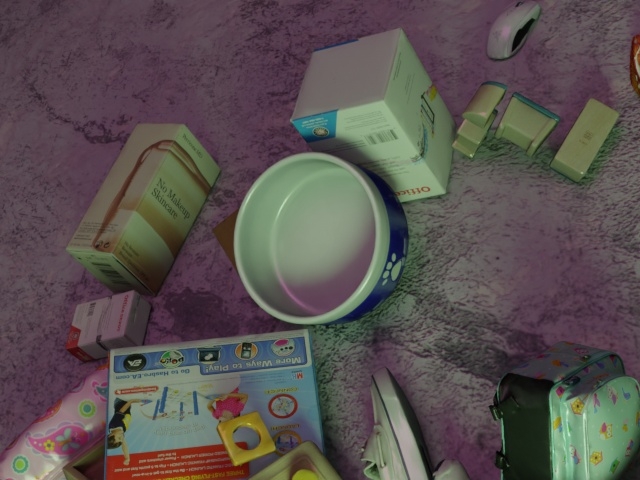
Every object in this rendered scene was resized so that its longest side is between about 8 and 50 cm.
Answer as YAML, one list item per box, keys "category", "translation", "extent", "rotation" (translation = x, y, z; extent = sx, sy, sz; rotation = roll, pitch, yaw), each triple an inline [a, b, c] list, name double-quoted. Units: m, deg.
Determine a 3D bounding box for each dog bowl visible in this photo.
- category: "dog bowl"
  translation: [0.000, 0.000, 1.645]
  extent: [0.265, 0.104, 0.264]
  rotation: [-4, 82, 30]

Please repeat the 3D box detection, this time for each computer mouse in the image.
- category: "computer mouse"
  translation: [0.350, -0.402, 1.866]
  extent: [0.106, 0.042, 0.193]
  rotation: [14, 64, 40]

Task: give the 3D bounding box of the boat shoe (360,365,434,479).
- category: "boat shoe"
  translation: [0.098, 0.293, 1.426]
  extent: [0.088, 0.096, 0.267]
  rotation: [-25, 53, 9]

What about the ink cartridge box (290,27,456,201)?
- category: "ink cartridge box"
  translation: [0.095, -0.193, 1.728]
  extent: [0.171, 0.232, 0.168]
  rotation: [-9, 49, 30]

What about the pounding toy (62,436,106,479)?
- category: "pounding toy"
  translation: [-0.250, 0.367, 1.600]
  extent: [0.181, 0.094, 0.206]
  rotation: [-34, 36, -33]

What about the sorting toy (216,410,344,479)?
- category: "sorting toy"
  translation: [-0.027, 0.360, 1.337]
  extent: [0.196, 0.047, 0.347]
  rotation: [-28, 66, -32]

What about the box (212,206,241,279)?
- category: "box"
  translation: [-0.092, -0.010, 1.859]
  extent: [0.164, 0.021, 0.201]
  rotation: [-38, 42, 2]

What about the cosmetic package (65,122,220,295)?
- category: "cosmetic package"
  translation: [-0.325, -0.061, 1.972]
  extent: [0.129, 0.153, 0.296]
  rotation: [4, 59, 35]

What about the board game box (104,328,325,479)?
- category: "board game box"
  translation: [-0.150, 0.283, 1.514]
  extent: [0.308, 0.086, 0.302]
  rotation: [-5, 47, -3]

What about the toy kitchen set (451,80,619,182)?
- category: "toy kitchen set"
  translation: [0.334, -0.173, 1.672]
  extent: [0.207, 0.166, 0.122]
  rotation: [32, 74, 8]

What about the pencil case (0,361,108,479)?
- category: "pencil case"
  translation: [-0.402, 0.320, 1.725]
  extent: [0.284, 0.124, 0.124]
  rotation: [-39, 42, -3]

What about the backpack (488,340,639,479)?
- category: "backpack"
  translation: [0.308, 0.212, 1.274]
  extent: [0.144, 0.165, 0.188]
  rotation: [1, 17, 36]

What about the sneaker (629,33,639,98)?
- category: "sneaker"
  translation: [0.516, -0.250, 1.622]
  extent: [0.067, 0.064, 0.175]
  rotation: [-9, 53, 3]

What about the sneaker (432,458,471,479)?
- category: "sneaker"
  translation: [0.235, 0.351, 1.280]
  extent: [0.153, 0.094, 0.235]
  rotation: [-24, 40, 9]

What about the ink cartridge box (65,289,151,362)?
- category: "ink cartridge box"
  translation: [-0.380, 0.155, 1.895]
  extent: [0.135, 0.056, 0.099]
  rotation: [-14, 49, 26]
